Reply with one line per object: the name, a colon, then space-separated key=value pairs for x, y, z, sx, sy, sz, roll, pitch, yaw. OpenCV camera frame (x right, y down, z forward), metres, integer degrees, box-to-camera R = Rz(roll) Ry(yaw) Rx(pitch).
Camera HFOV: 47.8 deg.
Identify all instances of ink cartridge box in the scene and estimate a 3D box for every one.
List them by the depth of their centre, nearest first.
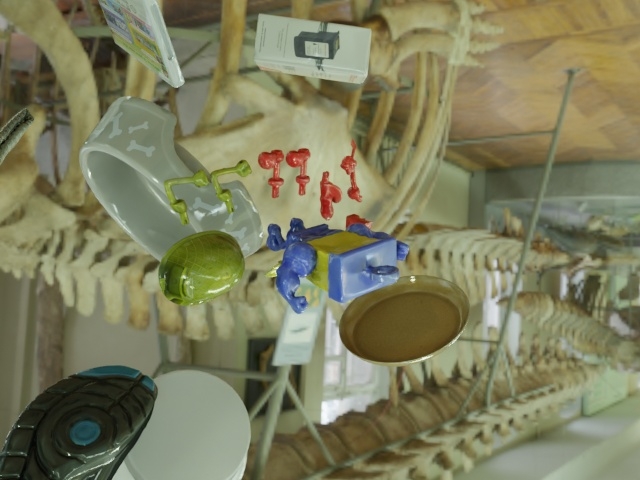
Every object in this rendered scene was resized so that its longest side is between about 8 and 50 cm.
ink cartridge box: x=-0.015 y=-0.408 z=1.553 sx=0.237 sy=0.100 sz=0.172 roll=8 pitch=-173 yaw=-1

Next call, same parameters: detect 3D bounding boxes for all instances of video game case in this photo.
video game case: x=-0.301 y=-0.363 z=1.139 sx=0.023 sy=0.193 sz=0.212 roll=-35 pitch=-129 yaw=-21

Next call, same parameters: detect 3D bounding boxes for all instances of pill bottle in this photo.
pill bottle: x=-0.230 y=0.340 z=1.115 sx=0.210 sy=0.210 sz=0.363 roll=4 pitch=149 yaw=-17

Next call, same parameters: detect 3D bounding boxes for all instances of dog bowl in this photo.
dog bowl: x=-0.262 y=-0.072 z=1.226 sx=0.348 sy=0.102 sz=0.349 roll=32 pitch=153 yaw=19

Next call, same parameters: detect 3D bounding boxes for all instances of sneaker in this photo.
sneaker: x=-0.317 y=0.286 z=0.840 sx=0.125 sy=0.140 sz=0.341 roll=24 pitch=-134 yaw=18

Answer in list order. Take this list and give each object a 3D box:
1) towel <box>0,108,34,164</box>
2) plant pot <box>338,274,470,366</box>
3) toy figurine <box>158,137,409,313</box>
towel: x=-0.602 y=-0.048 z=1.178 sx=0.312 sy=0.324 sz=0.056 roll=-38 pitch=115 yaw=21
plant pot: x=0.150 y=0.145 z=1.285 sx=0.236 sy=0.032 sz=0.236 roll=-14 pitch=-149 yaw=9
toy figurine: x=0.000 y=0.000 z=0.933 sx=0.362 sy=0.191 sz=0.217 roll=-15 pitch=-150 yaw=-43
